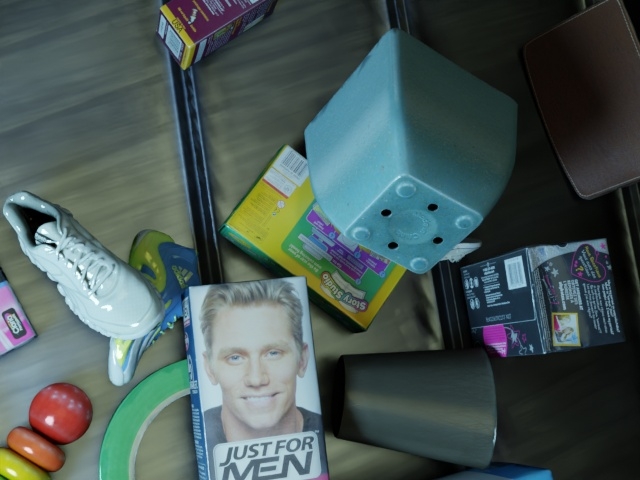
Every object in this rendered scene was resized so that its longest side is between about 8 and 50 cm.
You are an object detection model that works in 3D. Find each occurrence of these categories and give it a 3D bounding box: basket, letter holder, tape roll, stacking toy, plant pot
[{"bbox_3d":[0.138,0.247,1.453,0.226,0.154,0.204,6,45,-6],"label":"basket"},{"bbox_3d":[0.509,-0.245,1.637,0.152,0.214,0.302,-16,84,-48],"label":"letter holder"},{"bbox_3d":[-0.166,0.333,1.402,0.321,0.077,0.321,2,81,-13],"label":"tape roll"},{"bbox_3d":[-0.437,0.343,1.312,0.141,0.141,0.330,33,71,-7],"label":"stacking toy"},{"bbox_3d":[0.134,-0.103,1.386,0.248,0.247,0.252,27,40,-21],"label":"plant pot"}]

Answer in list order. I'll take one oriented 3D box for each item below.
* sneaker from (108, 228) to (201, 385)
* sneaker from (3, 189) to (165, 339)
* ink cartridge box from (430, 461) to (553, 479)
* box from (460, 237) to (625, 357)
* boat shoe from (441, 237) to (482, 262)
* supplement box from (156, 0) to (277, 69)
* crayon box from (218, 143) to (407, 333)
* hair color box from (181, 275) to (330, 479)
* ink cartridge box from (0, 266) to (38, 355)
[{"bbox_3d":[-0.240,0.105,1.413,0.126,0.091,0.240,13,78,-12],"label":"sneaker"},{"bbox_3d":[-0.343,0.033,1.334,0.292,0.118,0.110,36,75,19],"label":"sneaker"},{"bbox_3d":[0.198,0.456,1.371,0.270,0.197,0.198,-11,84,-16],"label":"ink cartridge box"},{"bbox_3d":[0.341,0.094,1.475,0.142,0.247,0.163,-6,83,-16],"label":"box"},{"bbox_3d":[0.223,0.019,1.573,0.100,0.035,0.035,-9,111,-19],"label":"boat shoe"},{"bbox_3d":[-0.161,-0.366,1.499,0.188,0.104,0.081,-37,91,-17],"label":"supplement box"},{"bbox_3d":[0.000,0.000,1.493,0.278,0.081,0.165,37,75,-6],"label":"crayon box"},{"bbox_3d":[-0.093,0.233,1.342,0.174,0.105,0.347,-5,82,-15],"label":"hair color box"},{"bbox_3d":[-0.610,0.149,1.333,0.371,0.069,0.176,-29,89,-14],"label":"ink cartridge box"}]
